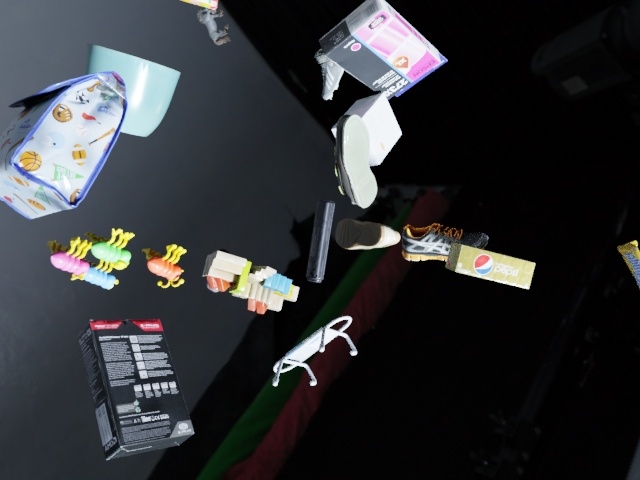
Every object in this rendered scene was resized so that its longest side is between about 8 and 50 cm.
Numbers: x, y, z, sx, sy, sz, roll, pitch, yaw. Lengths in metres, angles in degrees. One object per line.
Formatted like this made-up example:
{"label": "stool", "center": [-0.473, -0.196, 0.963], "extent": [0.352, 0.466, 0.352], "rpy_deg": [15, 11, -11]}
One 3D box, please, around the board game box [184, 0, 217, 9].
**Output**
{"label": "board game box", "center": [-0.435, -0.801, 1.765], "extent": [0.039, 0.259, 0.124], "rpy_deg": [-8, -105, 64]}

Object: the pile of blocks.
{"label": "pile of blocks", "center": [-0.180, 0.139, 1.630], "extent": [0.149, 0.362, 0.113], "rpy_deg": [-2, -111, 42]}

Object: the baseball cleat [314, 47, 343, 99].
{"label": "baseball cleat", "center": [0.024, -0.525, 1.770], "extent": [0.206, 0.109, 0.072], "rpy_deg": [123, -15, -49]}

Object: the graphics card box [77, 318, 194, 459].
{"label": "graphics card box", "center": [-0.517, 0.400, 1.617], "extent": [0.094, 0.233, 0.371], "rpy_deg": [-43, -120, 29]}

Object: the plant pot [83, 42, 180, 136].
{"label": "plant pot", "center": [-0.624, -0.472, 1.869], "extent": [0.293, 0.293, 0.235], "rpy_deg": [-132, -123, -71]}

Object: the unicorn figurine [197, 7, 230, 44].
{"label": "unicorn figurine", "center": [-0.371, -0.748, 1.982], "extent": [0.111, 0.162, 0.060], "rpy_deg": [-10, -174, 40]}

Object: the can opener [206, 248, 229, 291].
{"label": "can opener", "center": [-0.320, 0.097, 1.848], "extent": [0.074, 0.093, 0.280], "rpy_deg": [-58, -173, 8]}

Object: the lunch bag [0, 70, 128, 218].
{"label": "lunch bag", "center": [-0.715, -0.281, 1.564], "extent": [0.328, 0.239, 0.385], "rpy_deg": [-2, -125, 43]}

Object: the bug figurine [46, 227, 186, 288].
{"label": "bug figurine", "center": [-0.429, 0.050, 1.194], "extent": [0.279, 0.216, 0.072], "rpy_deg": [-8, -114, 27]}

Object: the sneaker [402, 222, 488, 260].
{"label": "sneaker", "center": [0.296, -0.001, 1.402], "extent": [0.215, 0.083, 0.084], "rpy_deg": [-5, -155, 22]}

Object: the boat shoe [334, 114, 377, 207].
{"label": "boat shoe", "center": [0.061, -0.166, 1.207], "extent": [0.068, 0.228, 0.081], "rpy_deg": [28, -122, 36]}

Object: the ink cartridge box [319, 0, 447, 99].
{"label": "ink cartridge box", "center": [0.178, -0.465, 1.472], "extent": [0.175, 0.371, 0.069], "rpy_deg": [-32, -116, 29]}

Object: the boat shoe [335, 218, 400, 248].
{"label": "boat shoe", "center": [0.178, -0.016, 2.308], "extent": [0.341, 0.110, 0.122], "rpy_deg": [11, -87, 58]}

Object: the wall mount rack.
{"label": "wall mount rack", "center": [-0.030, 0.400, 2.010], "extent": [0.350, 0.304, 0.130], "rpy_deg": [-39, -120, 14]}

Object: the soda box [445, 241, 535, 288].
{"label": "soda box", "center": [0.373, 0.055, 1.273], "extent": [0.058, 0.181, 0.061], "rpy_deg": [-151, -105, -77]}

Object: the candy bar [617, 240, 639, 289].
{"label": "candy bar", "center": [0.683, 0.075, 1.226], "extent": [0.040, 0.018, 0.161], "rpy_deg": [-28, -126, 26]}

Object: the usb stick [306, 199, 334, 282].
{"label": "usb stick", "center": [0.000, 0.000, 1.927], "extent": [0.077, 0.045, 0.278], "rpy_deg": [6, -93, 53]}

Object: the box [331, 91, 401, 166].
{"label": "box", "center": [0.124, -0.287, 1.522], "extent": [0.091, 0.130, 0.170], "rpy_deg": [-8, -148, 38]}
